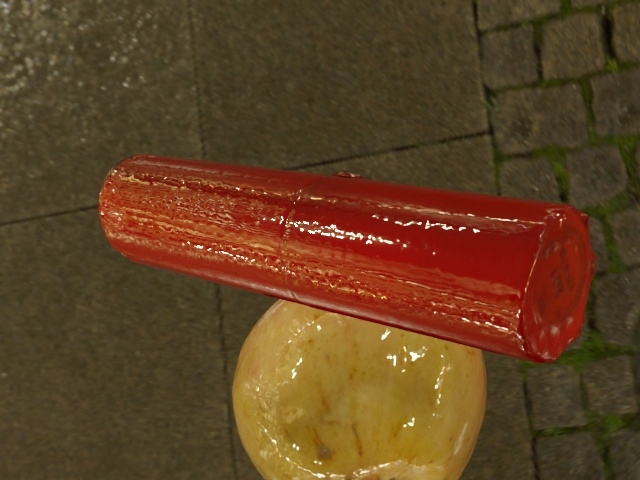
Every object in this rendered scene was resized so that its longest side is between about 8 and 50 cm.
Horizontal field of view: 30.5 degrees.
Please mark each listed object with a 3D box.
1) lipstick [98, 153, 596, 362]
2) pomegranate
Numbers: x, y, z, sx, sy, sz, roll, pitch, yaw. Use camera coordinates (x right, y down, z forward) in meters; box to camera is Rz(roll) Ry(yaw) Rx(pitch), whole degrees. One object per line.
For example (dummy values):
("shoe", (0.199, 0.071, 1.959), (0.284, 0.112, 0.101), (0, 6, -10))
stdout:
("lipstick", (-0.001, 0.000, 0.590), (0.280, 0.073, 0.073), (11, 87, 40))
("pomegranate", (0.028, 0.112, 0.844), (0.191, 0.191, 0.191), (-2, 83, 20))
